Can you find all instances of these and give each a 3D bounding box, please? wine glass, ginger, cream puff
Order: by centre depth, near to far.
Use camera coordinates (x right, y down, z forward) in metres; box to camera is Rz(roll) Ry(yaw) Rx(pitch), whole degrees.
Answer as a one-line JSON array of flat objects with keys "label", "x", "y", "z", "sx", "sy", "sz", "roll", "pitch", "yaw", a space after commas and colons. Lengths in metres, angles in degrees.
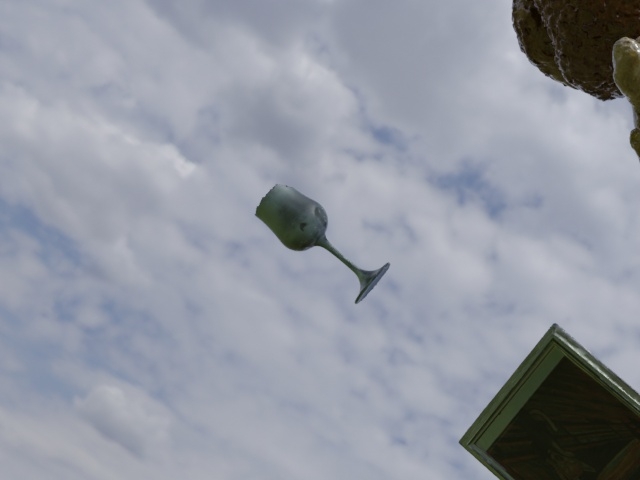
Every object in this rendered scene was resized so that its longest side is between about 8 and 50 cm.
[{"label": "ginger", "x": 0.408, "y": -0.153, "z": 1.287, "sx": 0.081, "sy": 0.115, "sz": 0.205, "roll": 7, "pitch": -57, "yaw": 51}, {"label": "wine glass", "x": 0.000, "y": 0.000, "z": 1.546, "sx": 0.195, "sy": 0.079, "sz": 0.079, "roll": 40, "pitch": -28, "yaw": 8}, {"label": "cream puff", "x": 0.419, "y": -0.318, "z": 1.637, "sx": 0.303, "sy": 0.212, "sz": 0.303, "roll": 30, "pitch": -2, "yaw": 1}]

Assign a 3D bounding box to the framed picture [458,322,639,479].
[{"label": "framed picture", "x": 0.323, "y": 0.263, "z": 1.322, "sx": 0.273, "sy": 0.016, "sz": 0.216, "roll": 40, "pitch": -63, "yaw": 17}]
